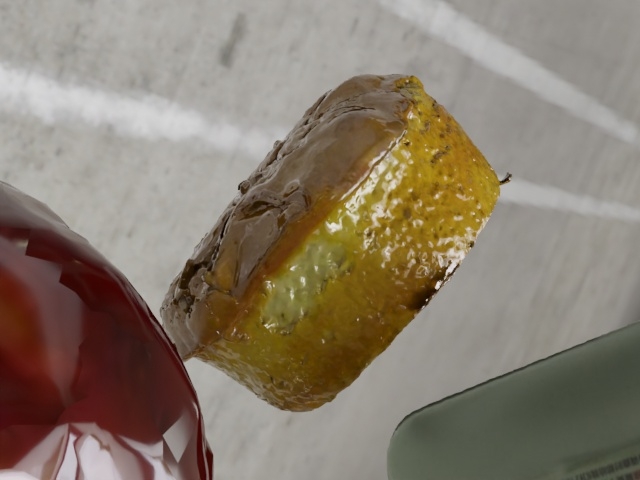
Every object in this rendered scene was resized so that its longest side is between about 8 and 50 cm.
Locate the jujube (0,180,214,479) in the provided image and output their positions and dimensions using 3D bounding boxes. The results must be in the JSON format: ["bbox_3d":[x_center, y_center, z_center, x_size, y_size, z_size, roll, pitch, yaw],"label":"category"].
[{"bbox_3d":[-0.221,0.133,0.524,0.377,0.276,0.276,-32,150,-24],"label":"jujube"}]

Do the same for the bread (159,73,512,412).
[{"bbox_3d":[0.000,0.000,1.580,0.398,0.215,0.398,-49,-172,9],"label":"bread"}]

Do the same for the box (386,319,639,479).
[{"bbox_3d":[0.273,0.287,1.296,0.111,0.396,0.396,7,63,-53],"label":"box"}]
